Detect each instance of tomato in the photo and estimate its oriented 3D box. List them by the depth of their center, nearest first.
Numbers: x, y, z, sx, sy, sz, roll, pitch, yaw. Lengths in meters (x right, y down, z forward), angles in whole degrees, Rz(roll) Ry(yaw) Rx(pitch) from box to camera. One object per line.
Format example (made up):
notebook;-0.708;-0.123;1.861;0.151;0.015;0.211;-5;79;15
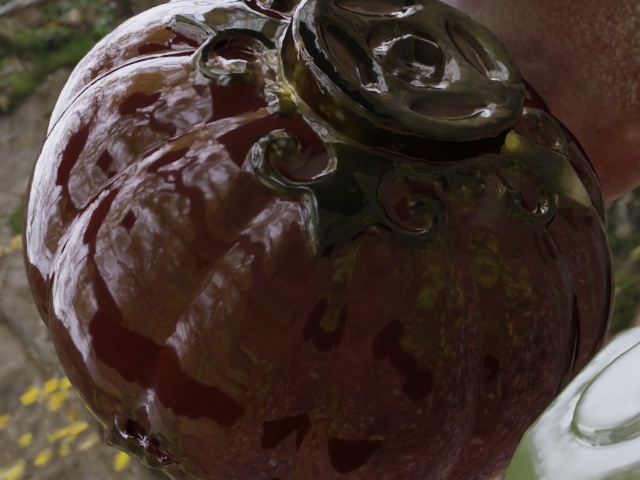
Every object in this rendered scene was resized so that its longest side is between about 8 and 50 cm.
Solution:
tomato;0.146;-0.151;0.985;0.270;0.270;0.227;-34;-33;14

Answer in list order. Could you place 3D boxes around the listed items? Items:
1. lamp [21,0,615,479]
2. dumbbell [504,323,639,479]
lamp;0.000;0.000;0.728;0.303;0.303;0.257;-22;-32;-41
dumbbell;0.175;0.149;0.394;0.121;0.302;0.108;-44;13;-21
